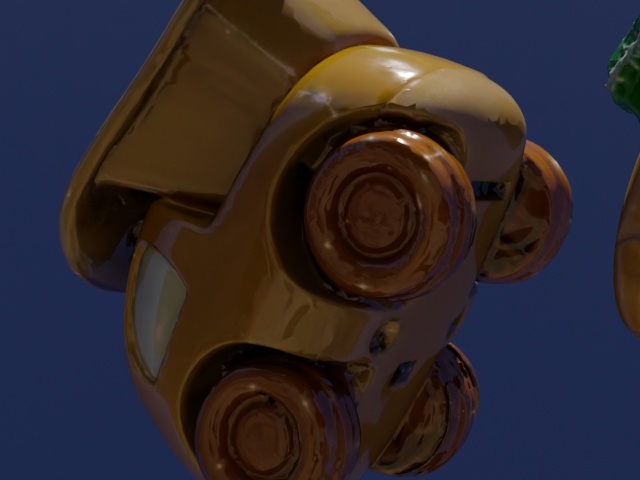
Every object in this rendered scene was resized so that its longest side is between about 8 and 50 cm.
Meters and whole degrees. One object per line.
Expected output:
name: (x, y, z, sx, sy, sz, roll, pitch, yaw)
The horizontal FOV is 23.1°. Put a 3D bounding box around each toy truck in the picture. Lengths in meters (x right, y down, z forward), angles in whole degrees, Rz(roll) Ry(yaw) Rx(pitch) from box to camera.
toy truck: (0.000, 0.000, 0.842, 0.212, 0.204, 0.288, 34, -72, 24)

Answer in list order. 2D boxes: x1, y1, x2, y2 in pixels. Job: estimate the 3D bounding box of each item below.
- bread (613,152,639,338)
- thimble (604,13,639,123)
bread: (0.181, -0.020, 0.595, 0.077, 0.200, 0.115, 18, -76, 30)
thimble: (0.249, -0.104, 0.987, 0.130, 0.118, 0.090, 24, -63, -13)
